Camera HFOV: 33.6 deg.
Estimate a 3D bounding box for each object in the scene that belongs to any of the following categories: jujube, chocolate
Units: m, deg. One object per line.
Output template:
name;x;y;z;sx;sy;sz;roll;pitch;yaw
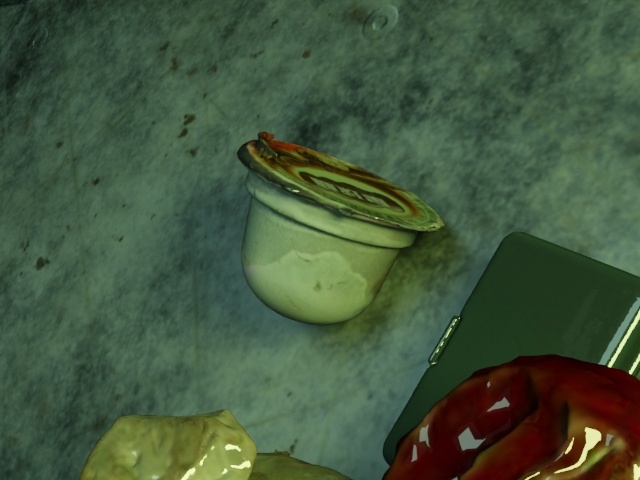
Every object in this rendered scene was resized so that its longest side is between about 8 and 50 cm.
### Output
jujube;0.128;0.265;0.630;0.276;0.276;0.377;22;80;45
chocolate;-0.007;-0.001;0.991;0.221;0.221;0.147;46;115;46

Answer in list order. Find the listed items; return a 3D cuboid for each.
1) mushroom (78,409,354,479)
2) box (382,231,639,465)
mushroom;-0.091;0.263;0.782;0.297;0.290;0.298;-19;33;13
box;0.162;0.114;0.850;0.160;0.050;0.230;25;82;45
